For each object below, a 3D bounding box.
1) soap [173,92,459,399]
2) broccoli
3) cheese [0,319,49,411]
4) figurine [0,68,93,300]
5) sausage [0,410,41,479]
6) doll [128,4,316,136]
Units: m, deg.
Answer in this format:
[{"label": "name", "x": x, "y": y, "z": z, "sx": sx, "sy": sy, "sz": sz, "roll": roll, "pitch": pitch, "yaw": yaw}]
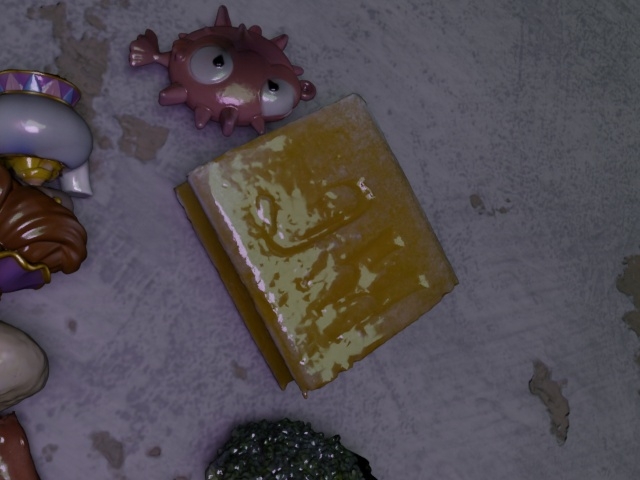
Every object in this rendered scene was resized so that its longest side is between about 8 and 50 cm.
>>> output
[{"label": "soap", "x": 0.000, "y": 0.000, "z": 0.854, "sx": 0.293, "sy": 0.156, "sz": 0.335, "roll": -28, "pitch": 94, "yaw": -20}, {"label": "broccoli", "x": -0.029, "y": 0.376, "z": 0.784, "sx": 0.263, "sy": 0.247, "sz": 0.243, "roll": 27, "pitch": 107, "yaw": 20}, {"label": "cheese", "x": -0.438, "y": 0.148, "z": 0.617, "sx": 0.251, "sy": 0.173, "sz": 0.248, "roll": 32, "pitch": 73, "yaw": -11}, {"label": "figurine", "x": -0.348, "y": -0.059, "z": 0.707, "sx": 0.189, "sy": 0.142, "sz": 0.263, "roll": 19, "pitch": 70, "yaw": -56}, {"label": "sausage", "x": -0.330, "y": 0.339, "z": 0.705, "sx": 0.078, "sy": 0.078, "sz": 0.304, "roll": -28, "pitch": 95, "yaw": -24}, {"label": "doll", "x": -0.134, "y": -0.236, "z": 0.847, "sx": 0.262, "sy": 0.093, "sz": 0.211, "roll": 17, "pitch": 60, "yaw": -10}]
